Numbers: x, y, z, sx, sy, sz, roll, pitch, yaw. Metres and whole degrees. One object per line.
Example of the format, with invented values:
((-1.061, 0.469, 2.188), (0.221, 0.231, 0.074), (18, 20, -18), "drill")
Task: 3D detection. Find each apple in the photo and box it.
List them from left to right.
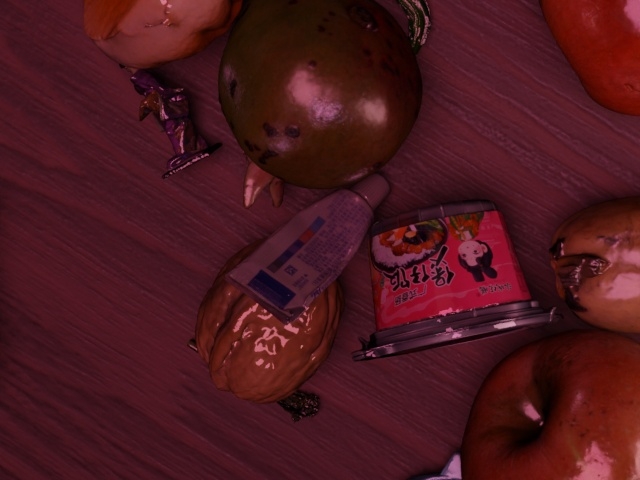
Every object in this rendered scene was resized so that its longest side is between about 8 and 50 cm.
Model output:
((0.358, 0.294, 1.674), (0.305, 0.338, 0.338), (35, 104, -22), "apple")
((0.392, -0.288, 1.623), (0.206, 0.251, 0.272), (-26, 110, 28), "apple")

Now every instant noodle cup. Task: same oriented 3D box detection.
((0.167, 0.048, 1.729), (0.258, 0.303, 0.181), (-22, 77, 54), "instant noodle cup")

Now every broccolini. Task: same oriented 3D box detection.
((-0.098, 0.198, 1.894), (0.218, 0.044, 0.042), (32, 118, 9), "broccolini")

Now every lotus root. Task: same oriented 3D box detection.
((0.459, 0.029, 1.699), (0.310, 0.183, 0.182), (-4, 98, 8), "lotus root")

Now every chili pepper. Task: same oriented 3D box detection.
((0.126, -0.309, 1.776), (0.055, 0.035, 0.117), (-9, 107, 24), "chili pepper")

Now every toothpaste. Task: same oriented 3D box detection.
((0.001, 0.000, 1.741), (0.099, 0.282, 0.068), (13, 134, 39), "toothpaste")

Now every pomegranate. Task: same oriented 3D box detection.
((-0.032, -0.198, 1.705), (0.323, 0.291, 0.290), (-22, 95, 37), "pomegranate")

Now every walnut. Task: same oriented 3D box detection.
((-0.072, 0.113, 1.795), (0.198, 0.198, 0.245), (36, 101, 3), "walnut")

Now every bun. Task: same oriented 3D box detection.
((-0.180, -0.353, 1.717), (0.165, 0.299, 0.299), (23, 104, -30), "bun")

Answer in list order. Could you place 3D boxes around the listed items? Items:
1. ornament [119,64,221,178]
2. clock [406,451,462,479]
((-0.223, -0.195, 1.830), (0.088, 0.081, 0.203), (-29, 91, 12), "ornament")
((0.181, 0.446, 1.848), (0.224, 0.094, 0.274), (25, 103, 4), "clock")
